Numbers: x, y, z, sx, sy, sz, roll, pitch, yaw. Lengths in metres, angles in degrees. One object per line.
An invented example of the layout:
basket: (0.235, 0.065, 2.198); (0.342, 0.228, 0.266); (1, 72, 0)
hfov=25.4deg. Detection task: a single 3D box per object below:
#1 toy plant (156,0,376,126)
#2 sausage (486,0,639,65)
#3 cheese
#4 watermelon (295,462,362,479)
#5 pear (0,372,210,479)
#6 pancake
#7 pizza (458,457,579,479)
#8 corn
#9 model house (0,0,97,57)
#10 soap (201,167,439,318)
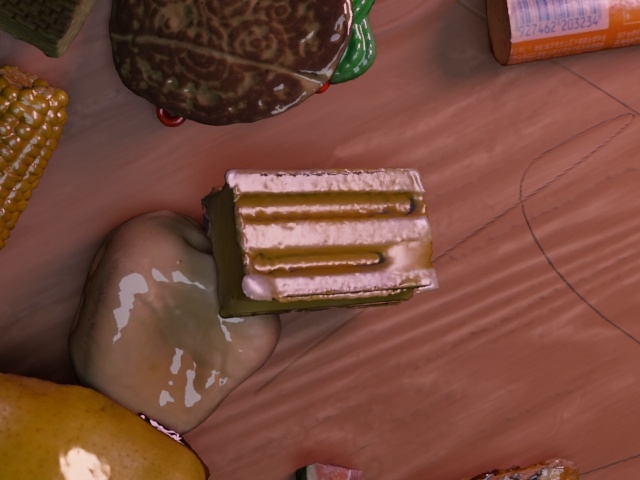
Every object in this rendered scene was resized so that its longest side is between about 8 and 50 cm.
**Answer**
toy plant: (-0.059, -0.210, 1.407); (0.240, 0.088, 0.155); (-12, 94, 4)
sausage: (0.330, -0.248, 1.472); (0.312, 0.093, 0.093); (-10, 105, -9)
cheese: (-0.147, 0.089, 1.442); (0.218, 0.117, 0.235); (-7, 108, -12)
watermelon: (0.016, 0.275, 1.534); (0.072, 0.084, 0.092); (-31, 87, 6)
pear: (-0.304, 0.310, 1.375); (0.386, 0.191, 0.340); (1, 121, 4)
pancake: (-0.087, -0.227, 1.358); (0.250, 0.031, 0.250); (-3, 81, 18)
pizza: (0.188, 0.303, 1.589); (0.193, 0.069, 0.154); (12, 101, -7)
corn: (-0.363, -0.006, 1.375); (0.120, 0.120, 0.363); (33, 95, -17)
model house: (-0.252, -0.299, 1.277); (0.195, 0.189, 0.214); (33, 85, -16)
soap: (0.001, 0.000, 1.419); (0.233, 0.076, 0.135); (-2, 77, -33)
